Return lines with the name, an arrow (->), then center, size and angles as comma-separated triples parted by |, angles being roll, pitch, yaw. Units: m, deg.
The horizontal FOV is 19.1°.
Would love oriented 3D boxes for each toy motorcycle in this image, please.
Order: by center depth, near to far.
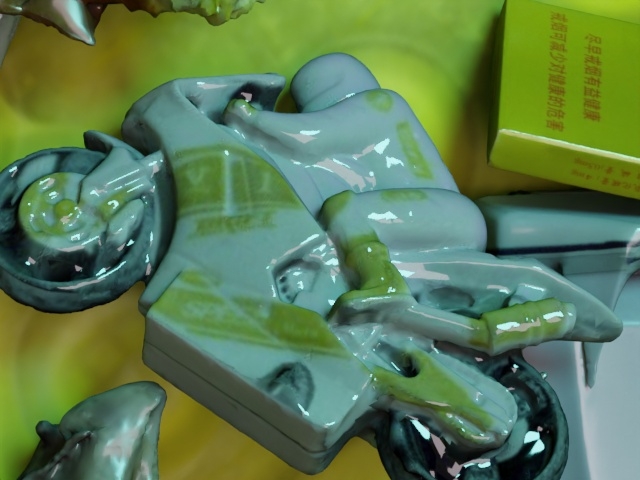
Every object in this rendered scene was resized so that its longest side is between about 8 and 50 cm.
toy motorcycle -> 0.000, 0.000, 0.680 | 0.225, 0.073, 0.152 | 26, 59, 8

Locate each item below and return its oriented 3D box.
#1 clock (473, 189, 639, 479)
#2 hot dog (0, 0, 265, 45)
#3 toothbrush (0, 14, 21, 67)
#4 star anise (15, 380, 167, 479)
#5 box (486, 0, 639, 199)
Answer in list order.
clock -> 0.179, 0.073, 0.755 | 0.253, 0.083, 0.186 | -3, 99, -14
hot dog -> -0.100, -0.150, 0.646 | 0.213, 0.103, 0.146 | 18, 93, 3
toothbrush -> -0.165, 0.042, 0.695 | 0.026, 0.024, 0.288 | 21, 93, -2
star anise -> -0.134, 0.164, 0.675 | 0.198, 0.110, 0.258 | 2, 115, -39
box -> 0.141, -0.045, 0.714 | 0.155, 0.087, 0.023 | 12, 130, -2
